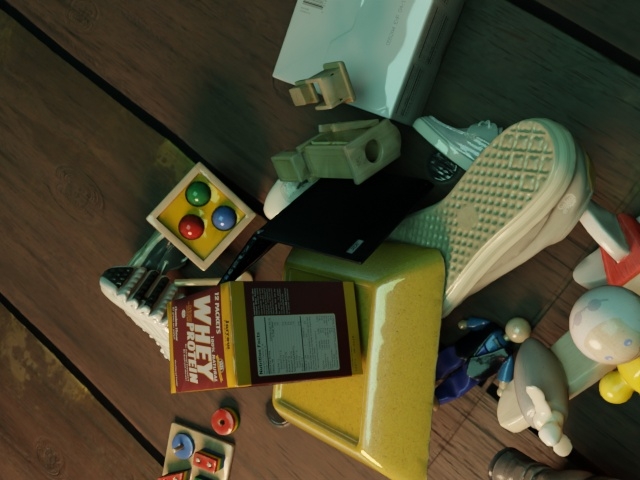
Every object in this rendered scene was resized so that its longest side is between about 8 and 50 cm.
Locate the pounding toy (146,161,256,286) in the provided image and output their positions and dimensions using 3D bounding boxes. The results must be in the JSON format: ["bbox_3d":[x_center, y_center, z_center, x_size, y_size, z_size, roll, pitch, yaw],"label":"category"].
[{"bbox_3d":[-0.186,0.007,1.238,0.206,0.094,0.181,43,85,-7],"label":"pounding toy"}]

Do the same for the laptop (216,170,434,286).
[{"bbox_3d":[0.000,0.000,1.083,0.136,0.234,0.264,43,134,4],"label":"laptop"}]

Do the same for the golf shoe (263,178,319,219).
[{"bbox_3d":[-0.039,-0.096,1.210,0.176,0.086,0.069,-43,77,21],"label":"golf shoe"}]

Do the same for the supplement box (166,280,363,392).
[{"bbox_3d":[-0.081,0.133,1.022,0.191,0.194,0.129,-20,72,53],"label":"supplement box"}]

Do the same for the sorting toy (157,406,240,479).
[{"bbox_3d":[-0.231,0.419,1.333,0.132,0.046,0.275,14,98,24],"label":"sorting toy"}]

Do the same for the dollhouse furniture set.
[{"bbox_3d":[0.003,-0.176,1.073,0.181,0.101,0.161,8,126,50],"label":"dollhouse furniture set"}]

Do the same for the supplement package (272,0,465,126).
[{"bbox_3d":[0.082,-0.328,1.114,0.204,0.145,0.262,24,101,21],"label":"supplement package"}]

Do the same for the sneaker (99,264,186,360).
[{"bbox_3d":[-0.255,0.148,1.275,0.292,0.110,0.118,32,120,0],"label":"sneaker"}]

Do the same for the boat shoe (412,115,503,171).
[{"bbox_3d":[0.243,-0.130,1.090,0.227,0.079,0.081,36,99,13],"label":"boat shoe"}]

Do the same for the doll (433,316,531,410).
[{"bbox_3d":[0.234,0.179,1.113,0.189,0.046,0.129,-39,67,14],"label":"doll"}]

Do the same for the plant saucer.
[{"bbox_3d":[0.029,0.161,1.103,0.332,0.081,0.333,10,97,55],"label":"plant saucer"}]

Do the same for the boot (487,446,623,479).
[{"bbox_3d":[0.380,0.418,0.989,0.118,0.222,0.338,-34,97,-19],"label":"boot"}]

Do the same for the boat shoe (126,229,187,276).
[{"bbox_3d":[-0.269,0.013,1.335,0.079,0.084,0.233,36,101,-17],"label":"boat shoe"}]

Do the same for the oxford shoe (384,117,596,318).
[{"bbox_3d":[0.207,0.005,1.040,0.449,0.130,0.169,-47,49,42],"label":"oxford shoe"}]

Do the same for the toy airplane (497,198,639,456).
[{"bbox_3d":[0.384,0.088,0.869,0.384,0.272,0.386,11,88,56],"label":"toy airplane"}]
